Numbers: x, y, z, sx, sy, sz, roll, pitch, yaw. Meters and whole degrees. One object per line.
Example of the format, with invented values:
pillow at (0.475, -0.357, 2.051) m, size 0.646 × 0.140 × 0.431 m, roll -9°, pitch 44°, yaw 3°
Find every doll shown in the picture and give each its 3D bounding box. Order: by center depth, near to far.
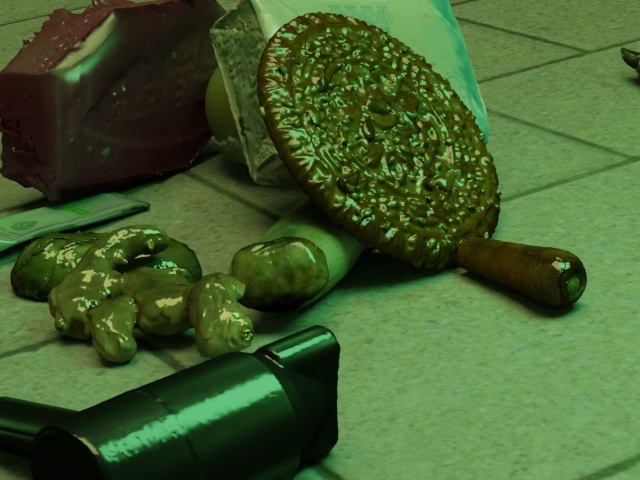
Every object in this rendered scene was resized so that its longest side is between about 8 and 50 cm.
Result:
doll at (0.430, -0.218, 2.190) m, size 0.078 × 0.077 × 0.113 m, roll 16°, pitch -13°, yaw -11°

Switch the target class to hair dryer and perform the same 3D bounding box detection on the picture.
hair dryer at (-0.144, 0.141, 1.333) m, size 0.244 × 0.116 × 0.302 m, roll -19°, pitch 17°, yaw -38°

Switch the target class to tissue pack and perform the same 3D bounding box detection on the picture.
tissue pack at (0.036, -0.170, 1.864) m, size 0.271 × 0.201 × 0.124 m, roll -5°, pitch -22°, yaw -33°

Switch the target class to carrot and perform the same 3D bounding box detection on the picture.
carrot at (0.187, 0.027, 1.601) m, size 0.055 × 0.055 × 0.161 m, roll -17°, pitch 17°, yaw -28°

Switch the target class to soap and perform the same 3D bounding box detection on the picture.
soap at (-0.234, -0.176, 2.023) m, size 0.127 × 0.220 × 0.325 m, roll 14°, pitch 20°, yaw 35°

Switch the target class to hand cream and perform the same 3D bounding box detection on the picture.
hand cream at (-0.315, -0.016, 1.869) m, size 0.275 × 0.050 × 0.079 m, roll -19°, pitch 51°, yaw -42°

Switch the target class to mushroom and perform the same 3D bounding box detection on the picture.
mushroom at (0.000, 0.000, 1.685) m, size 0.100 × 0.081 × 0.312 m, roll 3°, pitch 18°, yaw 18°

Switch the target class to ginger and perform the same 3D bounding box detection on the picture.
ginger at (-0.157, 0.065, 1.569) m, size 0.149 × 0.065 × 0.258 m, roll -35°, pitch 36°, yaw -17°

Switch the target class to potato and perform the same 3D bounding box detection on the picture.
potato at (-0.221, 0.019, 1.728) m, size 0.197 × 0.054 × 0.119 m, roll 3°, pitch 20°, yaw 22°

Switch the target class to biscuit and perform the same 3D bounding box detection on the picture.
biscuit at (0.067, -0.107, 1.709) m, size 0.038 × 0.305 × 0.305 m, roll -41°, pitch -4°, yaw 38°

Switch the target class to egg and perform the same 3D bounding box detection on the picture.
egg at (-0.053, -0.162, 2.002) m, size 0.164 × 0.164 × 0.201 m, roll -19°, pitch 14°, yaw -31°
